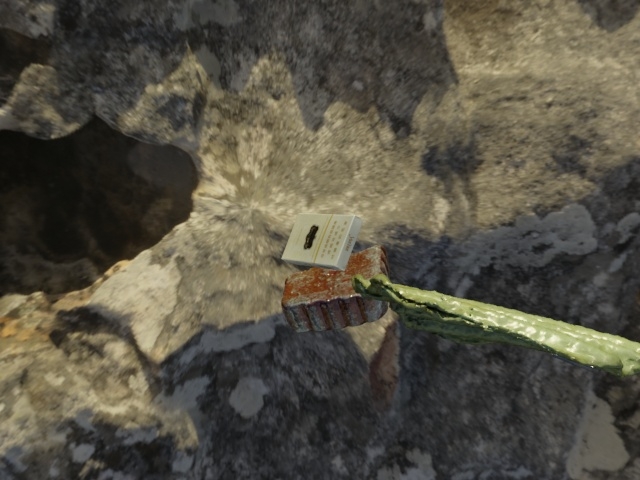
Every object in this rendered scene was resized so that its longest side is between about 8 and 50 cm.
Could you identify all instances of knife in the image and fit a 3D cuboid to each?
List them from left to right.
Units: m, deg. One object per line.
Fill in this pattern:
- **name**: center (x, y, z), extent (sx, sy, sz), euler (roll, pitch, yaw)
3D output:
- **knife**: center (0.595, 0.279, 1.861), extent (0.121, 0.031, 0.018), euler (19, 123, 29)

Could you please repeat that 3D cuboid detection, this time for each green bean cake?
- **green bean cake**: center (0.037, 0.109, 1.734), extent (0.233, 0.198, 0.097), euler (-12, 122, 10)

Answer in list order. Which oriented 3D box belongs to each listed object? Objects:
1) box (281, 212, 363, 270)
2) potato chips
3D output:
- **box**: center (0.000, 0.000, 1.319), extent (0.024, 0.167, 0.090), euler (27, 78, -32)
- **potato chips**: center (0.252, 0.125, 1.138), extent (0.429, 0.358, 0.070), euler (13, 85, 23)
